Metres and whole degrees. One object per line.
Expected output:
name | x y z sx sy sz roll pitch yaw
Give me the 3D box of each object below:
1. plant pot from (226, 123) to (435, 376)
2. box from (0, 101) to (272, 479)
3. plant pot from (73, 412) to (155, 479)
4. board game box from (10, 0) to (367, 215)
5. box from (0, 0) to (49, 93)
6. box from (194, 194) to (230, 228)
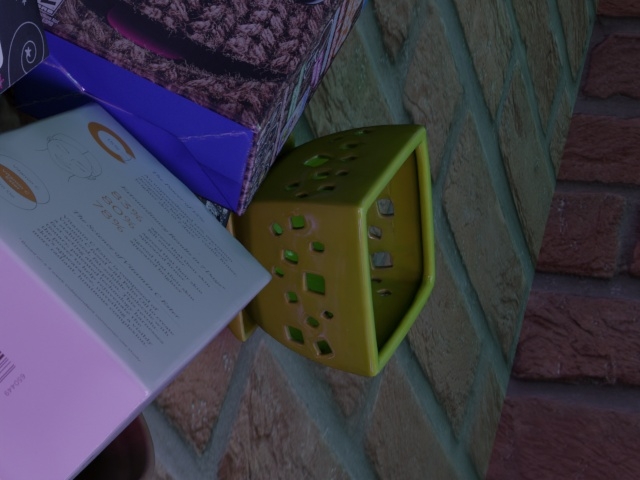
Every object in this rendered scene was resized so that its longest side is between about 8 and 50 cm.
plant pot | 0.000 0.000 1.827 0.228 0.207 0.227 -52 143 -54
box | -0.201 0.044 1.167 0.168 0.215 0.345 -45 180 16
plant pot | -0.257 0.149 1.272 0.110 0.237 0.237 -46 165 16
board game box | -0.102 -0.210 1.384 0.141 0.232 0.291 108 8 -58
box | -0.317 -0.136 1.035 0.247 0.163 0.142 -54 143 -51
box | -0.165 -0.034 1.598 0.232 0.059 0.183 55 45 -60
